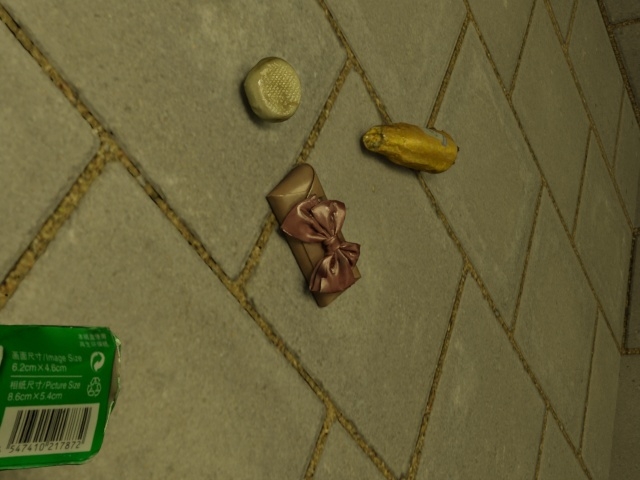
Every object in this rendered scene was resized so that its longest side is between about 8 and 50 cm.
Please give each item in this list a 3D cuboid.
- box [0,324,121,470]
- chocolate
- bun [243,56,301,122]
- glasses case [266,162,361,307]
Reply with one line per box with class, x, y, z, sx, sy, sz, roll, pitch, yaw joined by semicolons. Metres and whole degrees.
box;-0.282;0.103;0.553;0.250;0.180;0.103;16;74;-55
chocolate;0.147;-0.155;1.341;0.219;0.085;0.086;-1;84;-54
bun;-0.066;-0.194;1.050;0.086;0.054;0.086;3;85;-42
glasses case;0.000;0.000;1.091;0.102;0.070;0.194;-51;124;-46
